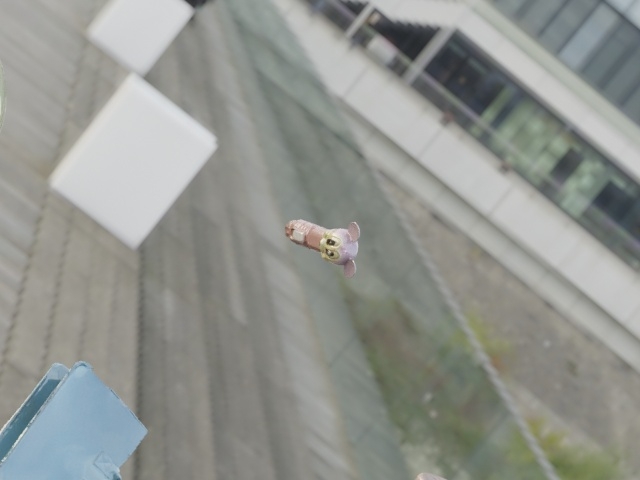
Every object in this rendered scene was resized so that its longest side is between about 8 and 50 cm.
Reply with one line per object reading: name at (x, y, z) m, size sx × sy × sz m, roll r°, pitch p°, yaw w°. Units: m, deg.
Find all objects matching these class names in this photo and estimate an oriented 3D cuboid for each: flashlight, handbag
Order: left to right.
handbag at (-0.296, 0.254, 1.830) m, size 0.057 × 0.221 × 0.144 m, roll -9°, pitch -53°, yaw 46°
flashlight at (0.000, 0.000, 1.528) m, size 0.031 × 0.052 × 0.110 m, roll -1°, pitch 12°, yaw -34°

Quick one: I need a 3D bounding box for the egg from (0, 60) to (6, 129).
egg at (-0.401, -0.151, 1.581) m, size 0.188 × 0.188 × 0.254 m, roll 32°, pitch 16°, yaw -39°

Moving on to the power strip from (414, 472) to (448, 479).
power strip at (0.135, 0.281, 1.491) m, size 0.154 × 0.078 × 0.154 m, roll 32°, pitch 3°, yaw -2°
